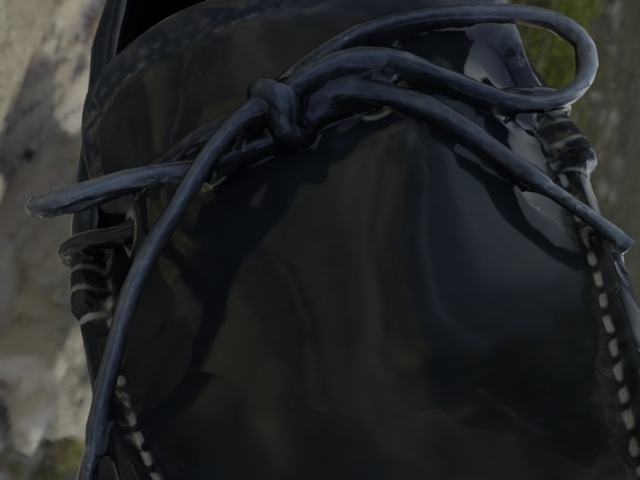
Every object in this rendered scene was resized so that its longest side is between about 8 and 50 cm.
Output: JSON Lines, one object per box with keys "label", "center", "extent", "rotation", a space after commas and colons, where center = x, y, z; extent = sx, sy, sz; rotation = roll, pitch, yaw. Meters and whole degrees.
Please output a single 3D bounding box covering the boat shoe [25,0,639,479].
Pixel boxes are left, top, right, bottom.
{"label": "boat shoe", "center": [0.000, 0.000, 0.498], "extent": [0.500, 0.187, 0.156], "rotation": [-104, 179, -63]}
